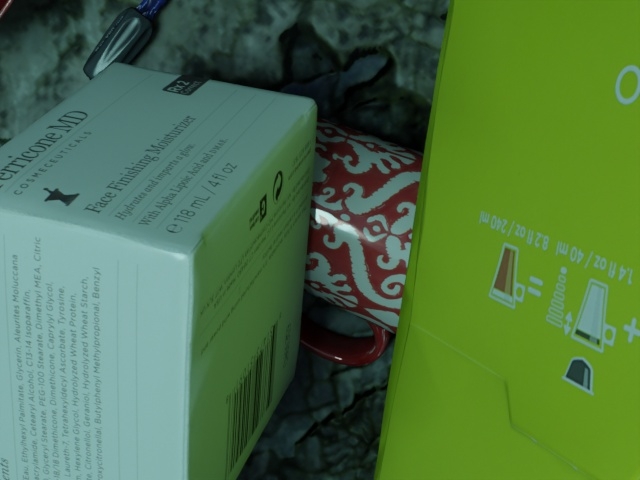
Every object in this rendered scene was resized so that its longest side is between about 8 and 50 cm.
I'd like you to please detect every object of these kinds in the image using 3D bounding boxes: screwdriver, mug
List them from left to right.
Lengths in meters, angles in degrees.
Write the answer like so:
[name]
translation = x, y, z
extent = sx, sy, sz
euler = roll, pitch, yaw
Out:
[screwdriver]
translation = -0.086, -0.163, 0.741
extent = 0.024, 0.025, 0.170
euler = 39, 90, -6
[mug]
translation = 0.000, -0.001, 0.722
extent = 0.169, 0.113, 0.150
euler = 23, 98, 0

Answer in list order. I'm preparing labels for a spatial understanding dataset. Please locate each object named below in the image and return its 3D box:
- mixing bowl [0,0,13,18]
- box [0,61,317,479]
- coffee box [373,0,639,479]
[mixing bowl]
translation = -0.238, -0.186, 0.692
extent = 0.181, 0.098, 0.181
euler = 0, 101, 1
[box]
translation = -0.087, 0.031, 0.607
extent = 0.119, 0.181, 0.182
euler = 12, 120, 12
[coffee box]
translation = 0.254, 0.058, 0.565
extent = 0.334, 0.337, 0.338
euler = 3, 102, -26
